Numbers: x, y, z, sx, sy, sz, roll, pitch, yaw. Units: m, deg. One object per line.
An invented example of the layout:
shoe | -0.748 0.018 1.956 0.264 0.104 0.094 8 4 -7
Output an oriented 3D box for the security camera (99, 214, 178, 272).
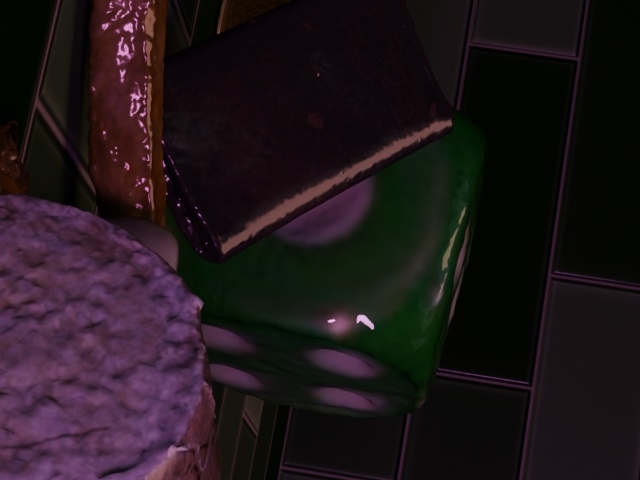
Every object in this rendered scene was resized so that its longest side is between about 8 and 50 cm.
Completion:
security camera | -0.162 0.132 1.101 0.157 0.080 0.302 142 -37 -64

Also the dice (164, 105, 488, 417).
dice | 0.000 0.000 1.599 0.300 0.297 0.287 86 16 -69

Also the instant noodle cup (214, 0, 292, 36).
instant noodle cup | -0.043 -0.206 1.716 0.151 0.122 0.152 6 90 -85

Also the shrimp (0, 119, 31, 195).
shrimp | -0.180 0.027 1.003 0.262 0.066 0.117 95 5 -61

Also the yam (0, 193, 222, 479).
yam | -0.142 0.165 0.791 0.241 0.241 0.348 -75 168 -49

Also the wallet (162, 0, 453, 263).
wallet | -0.020 -0.115 1.372 0.321 0.044 0.170 -31 97 -39

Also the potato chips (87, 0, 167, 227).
potato chips | -0.130 -0.187 1.146 0.080 0.057 0.407 -24 120 -77
